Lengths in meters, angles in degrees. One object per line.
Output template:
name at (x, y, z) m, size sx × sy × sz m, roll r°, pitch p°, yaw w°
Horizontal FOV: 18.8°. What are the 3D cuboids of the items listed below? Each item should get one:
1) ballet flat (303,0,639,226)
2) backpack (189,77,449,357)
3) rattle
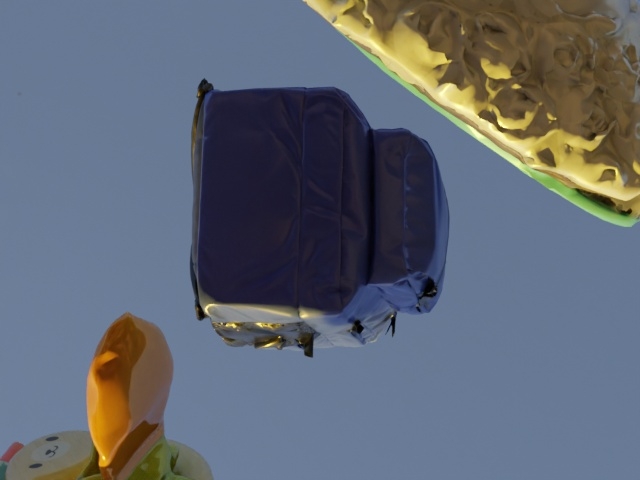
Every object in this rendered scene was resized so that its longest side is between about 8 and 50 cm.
ballet flat at (0.023, -0.164, 0.876) m, size 0.409 × 0.147 × 0.147 m, roll 34°, pitch -91°, yaw 0°
backpack at (0.000, 0.000, 0.765) m, size 0.101 × 0.120 × 0.098 m, roll 6°, pitch -101°, yaw 5°
rattle at (-0.145, 0.096, 0.984) m, size 0.130 × 0.199 × 0.143 m, roll -39°, pitch -59°, yaw -16°
